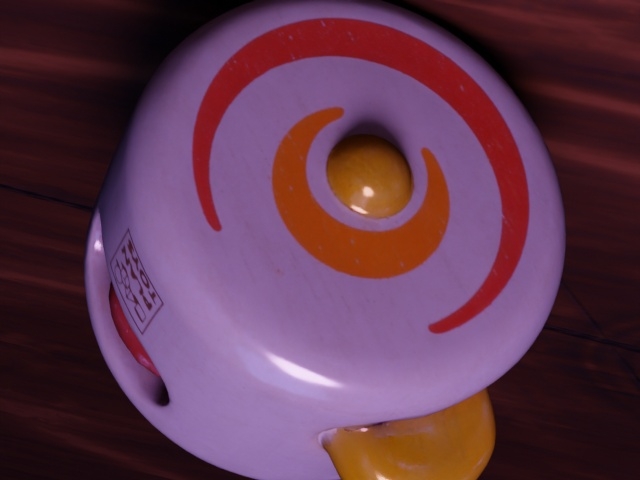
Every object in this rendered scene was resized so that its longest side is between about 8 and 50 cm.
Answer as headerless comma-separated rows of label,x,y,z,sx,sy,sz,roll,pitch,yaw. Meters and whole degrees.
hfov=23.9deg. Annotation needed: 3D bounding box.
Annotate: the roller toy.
roller toy,0.000,0.000,0.651,0.191,0.209,0.146,25,151,-7
